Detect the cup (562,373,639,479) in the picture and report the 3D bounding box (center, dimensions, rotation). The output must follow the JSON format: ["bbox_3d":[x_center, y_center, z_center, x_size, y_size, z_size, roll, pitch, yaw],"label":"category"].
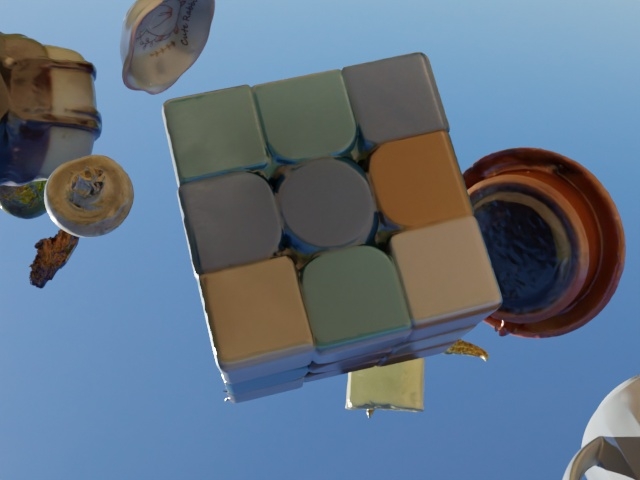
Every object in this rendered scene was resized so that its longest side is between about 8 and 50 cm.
[{"bbox_3d":[0.432,0.319,1.006,0.322,0.237,0.327,8,-156,-6],"label":"cup"}]

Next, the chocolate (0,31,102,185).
[{"bbox_3d":[-0.478,-0.226,1.444,0.186,0.284,0.283,-2,-152,-19],"label":"chocolate"}]

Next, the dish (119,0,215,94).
[{"bbox_3d":[-0.283,-0.366,1.442,0.081,0.229,0.229,36,-149,14],"label":"dish"}]

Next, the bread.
[{"bbox_3d":[0.111,0.199,1.419,0.139,0.178,0.060,-2,164,16],"label":"bread"}]

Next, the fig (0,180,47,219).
[{"bbox_3d":[-0.617,-0.150,1.818,0.167,0.167,0.233,18,-144,15],"label":"fig"}]

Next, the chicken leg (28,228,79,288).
[{"bbox_3d":[-0.501,0.004,1.594,0.053,0.093,0.205,4,-135,11],"label":"chicken leg"}]

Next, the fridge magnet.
[{"bbox_3d":[0.377,0.009,1.544,0.363,0.364,0.155,26,-156,28],"label":"fridge magnet"}]

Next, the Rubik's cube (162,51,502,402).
[{"bbox_3d":[0.000,0.000,1.119,0.344,0.347,0.347,-13,166,-8],"label":"Rubik's cube"}]

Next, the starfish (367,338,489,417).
[{"bbox_3d":[0.147,0.160,1.690,0.347,0.078,0.358,-32,-130,3],"label":"starfish"}]

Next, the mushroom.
[{"bbox_3d":[-0.223,-0.047,0.801,0.085,0.085,0.079,6,168,-11],"label":"mushroom"}]
